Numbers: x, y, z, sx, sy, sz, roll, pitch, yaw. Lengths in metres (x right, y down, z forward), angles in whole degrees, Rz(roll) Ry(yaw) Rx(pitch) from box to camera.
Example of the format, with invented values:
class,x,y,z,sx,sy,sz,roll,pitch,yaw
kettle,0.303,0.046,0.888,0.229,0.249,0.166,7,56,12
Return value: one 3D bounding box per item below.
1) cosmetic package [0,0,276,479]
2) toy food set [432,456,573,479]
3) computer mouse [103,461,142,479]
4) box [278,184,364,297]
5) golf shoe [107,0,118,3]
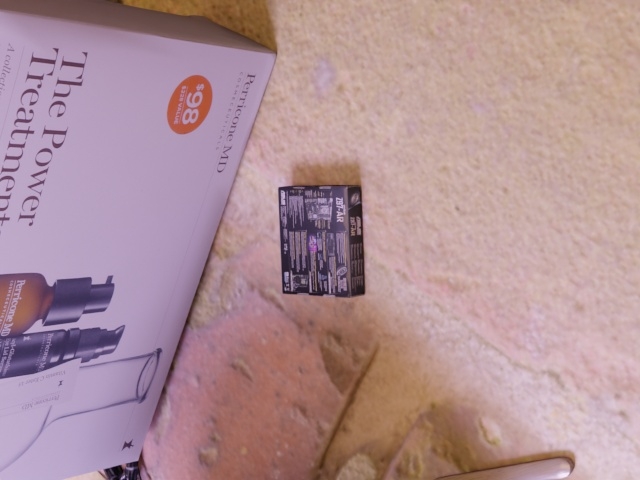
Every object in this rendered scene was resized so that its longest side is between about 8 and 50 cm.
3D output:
class,x,y,z,sx,sy,sz,roll,pitch,yaw
cosmetic package,-0.208,0.009,0.856,0.097,0.284,0.377,30,109,29
toy food set,0.139,0.248,0.784,0.132,0.039,0.192,-23,81,37
computer mouse,-0.143,0.238,0.999,0.242,0.041,0.071,52,123,22
box,0.000,0.000,0.875,0.067,0.018,0.083,1,95,37
golf shoe,-0.229,-0.230,1.010,0.086,0.069,0.176,-39,67,55
